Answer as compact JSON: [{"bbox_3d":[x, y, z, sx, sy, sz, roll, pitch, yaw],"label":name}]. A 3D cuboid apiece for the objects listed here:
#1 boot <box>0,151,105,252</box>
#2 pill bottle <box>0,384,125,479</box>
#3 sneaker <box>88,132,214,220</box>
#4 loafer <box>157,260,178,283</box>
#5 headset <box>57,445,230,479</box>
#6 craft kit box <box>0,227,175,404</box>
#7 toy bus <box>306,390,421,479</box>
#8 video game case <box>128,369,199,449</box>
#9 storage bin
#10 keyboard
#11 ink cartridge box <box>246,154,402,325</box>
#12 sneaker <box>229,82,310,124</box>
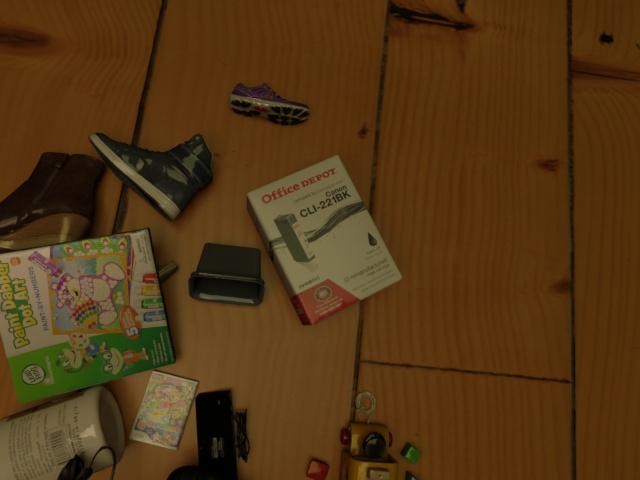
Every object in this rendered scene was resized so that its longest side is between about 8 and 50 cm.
[{"bbox_3d":[-0.538,-0.068,0.816,0.249,0.090,0.206,3,63,-2],"label":"boot"},{"bbox_3d":[-0.451,0.333,0.711,0.230,0.131,0.131,-17,82,-13],"label":"pill bottle"},{"bbox_3d":[-0.312,-0.164,0.858,0.226,0.086,0.163,40,72,2],"label":"sneaker"},{"bbox_3d":[-0.327,0.075,0.830,0.125,0.045,0.039,-40,81,-12],"label":"loafer"},{"bbox_3d":[-0.239,0.468,0.672,0.243,0.185,0.394,-40,106,-7],"label":"headset"},{"bbox_3d":[-0.395,0.119,0.754,0.247,0.061,0.249,-12,99,-15],"label":"craft kit box"},{"bbox_3d":[0.091,0.415,0.804,0.191,0.104,0.202,-39,88,-15],"label":"toy bus"},{"bbox_3d":[-0.283,0.307,0.808,0.087,0.011,0.121,17,77,-7],"label":"video game case"},{"bbox_3d":[-0.171,0.063,0.841,0.135,0.098,0.090,8,50,-8],"label":"storage bin"},{"bbox_3d":[-0.172,0.372,0.811,0.100,0.038,0.191,-8,81,12],"label":"keyboard"},{"bbox_3d":[0.000,0.000,0.864,0.197,0.114,0.272,-26,84,-13],"label":"ink cartridge box"},{"bbox_3d":[-0.103,-0.294,0.930,0.170,0.068,0.071,13,71,-7],"label":"sneaker"}]
